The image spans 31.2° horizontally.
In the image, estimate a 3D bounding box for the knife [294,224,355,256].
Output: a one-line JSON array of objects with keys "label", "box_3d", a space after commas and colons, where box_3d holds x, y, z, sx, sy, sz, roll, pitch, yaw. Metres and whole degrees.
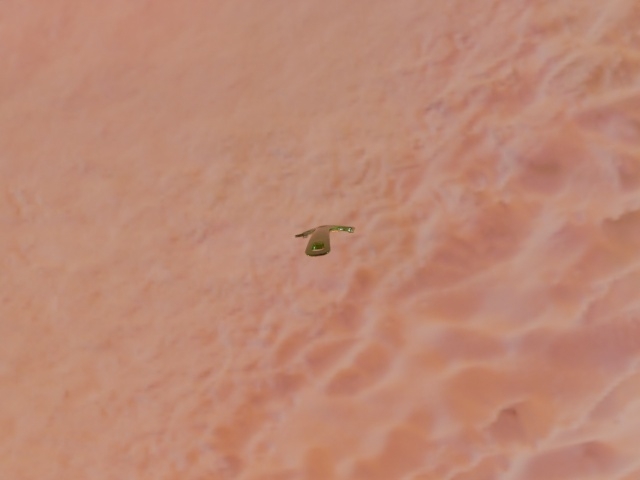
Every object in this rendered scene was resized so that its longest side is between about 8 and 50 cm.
[{"label": "knife", "box_3d": [-0.001, -0.003, 1.390, 0.078, 0.023, 0.166, -12, -173, 7]}]
